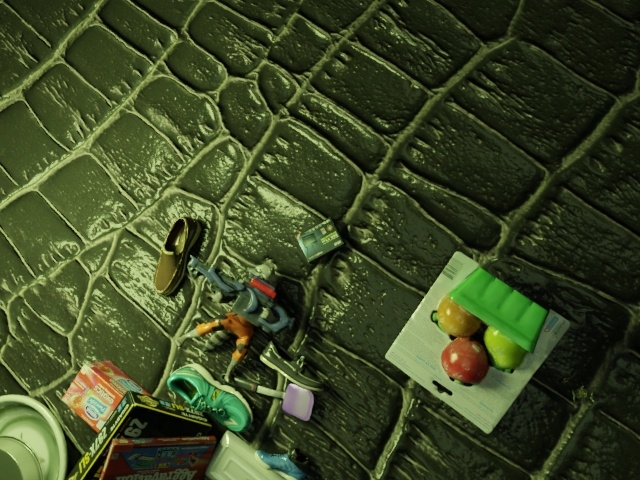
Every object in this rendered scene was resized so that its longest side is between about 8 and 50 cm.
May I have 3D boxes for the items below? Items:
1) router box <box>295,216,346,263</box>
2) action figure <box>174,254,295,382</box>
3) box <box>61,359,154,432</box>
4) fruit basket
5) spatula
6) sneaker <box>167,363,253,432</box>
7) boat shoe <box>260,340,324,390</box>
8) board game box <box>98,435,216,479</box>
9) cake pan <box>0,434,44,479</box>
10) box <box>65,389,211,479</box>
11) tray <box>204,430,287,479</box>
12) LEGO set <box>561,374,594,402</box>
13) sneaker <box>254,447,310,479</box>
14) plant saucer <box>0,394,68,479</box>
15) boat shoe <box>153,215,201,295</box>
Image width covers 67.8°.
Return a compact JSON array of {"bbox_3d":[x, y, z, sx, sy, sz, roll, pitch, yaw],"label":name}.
[{"bbox_3d":[0.000,0.000,1.399,0.122,0.038,0.092,-29,77,6],"label":"router box"},{"bbox_3d":[-0.259,0.186,1.359,0.341,0.178,0.330,41,85,-5],"label":"action figure"},{"bbox_3d":[-0.602,0.481,1.399,0.256,0.122,0.128,32,89,14],"label":"box"},{"bbox_3d":[0.397,0.259,1.237,0.327,0.165,0.353,34,104,15],"label":"fruit basket"},{"bbox_3d":[-0.158,0.429,1.364,0.296,0.030,0.084,14,83,14],"label":"spatula"},{"bbox_3d":[-0.316,0.458,1.347,0.275,0.110,0.107,28,99,16],"label":"sneaker"},{"bbox_3d":[-0.073,0.351,1.338,0.206,0.075,0.065,25,90,19],"label":"boat shoe"},{"bbox_3d":[-0.430,0.596,1.276,0.027,0.281,0.145,33,104,52],"label":"board game box"},{"bbox_3d":[-0.933,0.716,1.362,0.293,0.054,0.294,-2,80,12],"label":"cake pan"},{"bbox_3d":[-0.495,0.589,1.297,0.322,0.257,0.079,-55,36,-2],"label":"box"},{"bbox_3d":[-0.198,0.673,1.332,0.270,0.030,0.145,32,89,15],"label":"tray"},{"bbox_3d":[0.656,0.379,1.211,0.054,0.023,0.083,-30,63,3],"label":"LEGO set"},{"bbox_3d":[-0.100,0.596,1.308,0.152,0.058,0.085,27,93,10],"label":"sneaker"},{"bbox_3d":[-0.918,0.670,1.446,0.400,0.100,0.401,-2,81,11],"label":"plant saucer"},{"bbox_3d":[-0.457,0.042,1.457,0.095,0.095,0.258,18,85,14],"label":"boat shoe"}]
